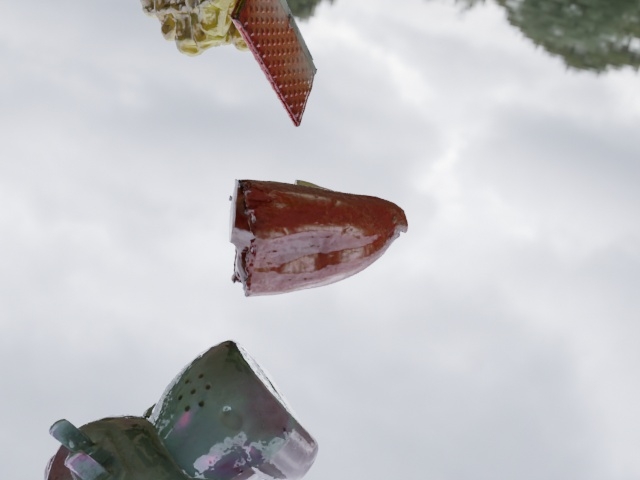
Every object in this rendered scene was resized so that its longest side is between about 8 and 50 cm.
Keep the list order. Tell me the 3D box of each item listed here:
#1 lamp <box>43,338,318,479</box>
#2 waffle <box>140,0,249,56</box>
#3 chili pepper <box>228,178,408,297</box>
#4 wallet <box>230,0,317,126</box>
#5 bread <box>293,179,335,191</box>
[{"bbox_3d":[-0.180,0.248,1.416,0.247,0.301,0.247,50,178,42],"label":"lamp"},{"bbox_3d":[-0.167,-0.440,1.838,0.151,0.324,0.261,-27,-131,-35],"label":"waffle"},{"bbox_3d":[0.000,0.000,1.617,0.252,0.136,0.144,1,-121,-23],"label":"chili pepper"},{"bbox_3d":[-0.052,-0.239,1.522,0.020,0.196,0.103,2,-124,25],"label":"wallet"},{"bbox_3d":[0.017,-0.053,2.329,0.178,0.060,0.139,19,163,-14],"label":"bread"}]
